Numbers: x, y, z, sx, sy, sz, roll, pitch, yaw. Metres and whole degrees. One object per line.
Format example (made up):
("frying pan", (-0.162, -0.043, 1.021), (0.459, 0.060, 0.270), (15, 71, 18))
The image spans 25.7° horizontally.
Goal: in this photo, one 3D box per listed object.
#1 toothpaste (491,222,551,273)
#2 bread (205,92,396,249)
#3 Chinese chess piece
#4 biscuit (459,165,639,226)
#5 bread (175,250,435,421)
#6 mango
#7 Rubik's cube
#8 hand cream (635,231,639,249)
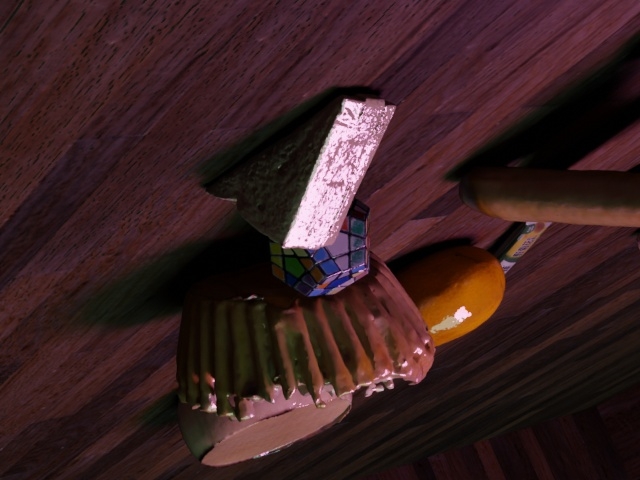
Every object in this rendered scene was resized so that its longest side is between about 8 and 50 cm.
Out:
("toothpaste", (0.250, 0.010, 1.823), (0.049, 0.032, 0.204), (-16, 160, -25))
("bread", (-0.017, -0.076, 1.195), (0.077, 0.105, 0.152), (0, 121, -53))
("Chinese chess piece", (-0.076, 0.229, 1.960), (0.249, 0.103, 0.250), (-21, 163, -7))
("biscuit", (0.316, -0.045, 1.471), (0.290, 0.062, 0.236), (2, -178, 34))
("bread", (-0.019, 0.093, 1.454), (0.274, 0.149, 0.274), (-5, -167, 1))
("mango", (0.123, 0.081, 1.744), (0.227, 0.109, 0.147), (-25, -172, 6))
("Rubik's cube", (0.000, 0.000, 1.334), (0.111, 0.111, 0.093), (-28, 138, 19))
("hand cream", (0.534, -0.025, 2.034), (0.084, 0.084, 0.203), (-14, 169, -28))
